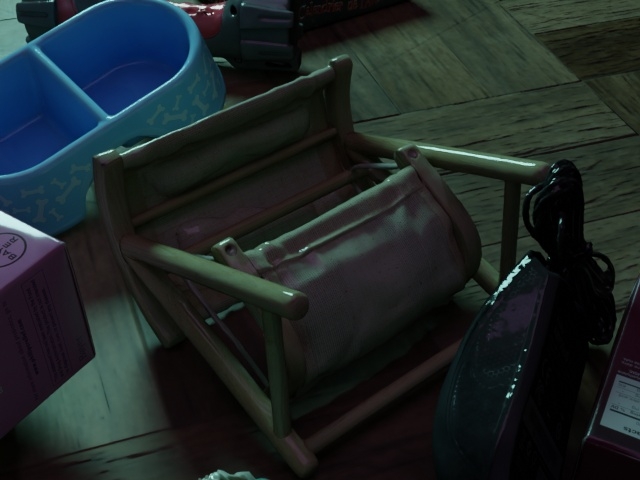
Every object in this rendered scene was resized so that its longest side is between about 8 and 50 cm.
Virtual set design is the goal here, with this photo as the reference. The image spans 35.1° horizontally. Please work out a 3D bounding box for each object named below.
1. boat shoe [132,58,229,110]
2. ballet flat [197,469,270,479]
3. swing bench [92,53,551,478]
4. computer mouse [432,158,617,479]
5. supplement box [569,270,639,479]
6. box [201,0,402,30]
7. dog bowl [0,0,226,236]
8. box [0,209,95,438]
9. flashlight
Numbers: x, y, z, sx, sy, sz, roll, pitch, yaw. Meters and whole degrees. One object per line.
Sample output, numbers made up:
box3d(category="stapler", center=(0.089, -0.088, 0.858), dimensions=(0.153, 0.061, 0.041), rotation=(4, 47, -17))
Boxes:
box3d(category="boat shoe", center=(-0.166, -0.162, 1.059), dimensions=(0.072, 0.068, 0.190), rotation=(-22, 55, -43))
box3d(category="ballet flat", center=(-0.050, 0.300, 0.486), dimensions=(0.147, 0.147, 0.409), rotation=(-3, 38, -6))
box3d(category="swing bench", center=(0.000, 0.000, 0.796), dimensions=(0.253, 0.165, 0.254), rotation=(-27, 43, -29))
box3d(category="computer mouse", center=(0.137, 0.095, 0.708), dimensions=(0.072, 0.188, 0.272), rotation=(3, 50, 30))
box3d(category="supplement box", center=(0.234, 0.117, 0.707), dimensions=(0.080, 0.104, 0.188), rotation=(18, 43, 17))
box3d(category="box", center=(-0.024, -0.323, 1.260), dimensions=(0.233, 0.044, 0.159), rotation=(-22, 46, -26))
box3d(category="dog bowl", center=(-0.226, -0.122, 0.937), dimensions=(0.297, 0.074, 0.166), rotation=(-38, 63, -20))
box3d(category="box", center=(-0.320, 0.070, 0.681), dimensions=(0.213, 0.117, 0.243), rotation=(24, 49, 27))
box3d(category="flashlight", center=(-0.174, -0.254, 1.117), dimensions=(0.304, 0.103, 0.103), rotation=(4, 81, 8))
